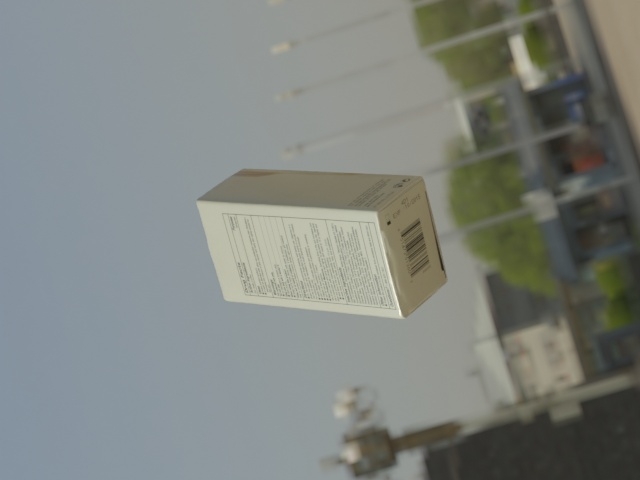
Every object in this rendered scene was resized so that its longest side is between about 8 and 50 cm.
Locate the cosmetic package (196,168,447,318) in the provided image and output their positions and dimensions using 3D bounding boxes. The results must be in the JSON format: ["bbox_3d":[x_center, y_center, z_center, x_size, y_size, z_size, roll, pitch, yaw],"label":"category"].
[{"bbox_3d":[0.000,0.000,0.925,0.041,0.115,0.060,-37,-58,-43],"label":"cosmetic package"}]
